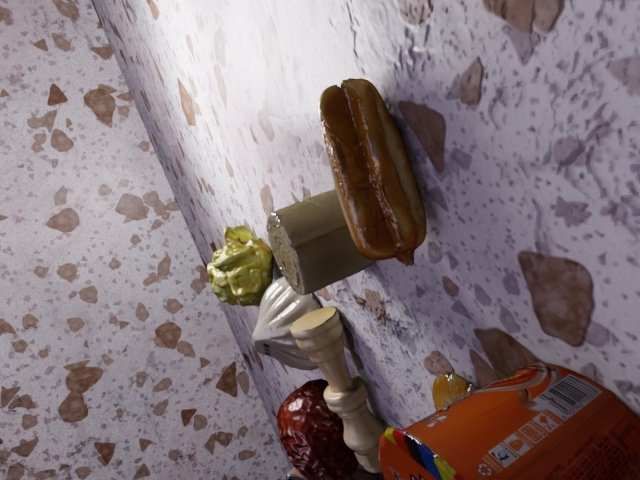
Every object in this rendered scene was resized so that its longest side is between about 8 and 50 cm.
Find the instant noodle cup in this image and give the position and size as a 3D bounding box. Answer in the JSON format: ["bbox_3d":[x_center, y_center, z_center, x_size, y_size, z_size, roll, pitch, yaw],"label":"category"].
[{"bbox_3d":[0.208,0.257,0.452,0.250,0.192,0.251,50,154,35],"label":"instant noodle cup"}]

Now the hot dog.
[{"bbox_3d":[0.067,-0.081,0.573,0.250,0.102,0.076,70,-161,-6],"label":"hot dog"}]

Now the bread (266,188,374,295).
[{"bbox_3d":[0.000,0.000,0.738,0.134,0.141,0.148,42,147,52],"label":"bread"}]

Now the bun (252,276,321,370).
[{"bbox_3d":[-0.095,0.234,1.163,0.263,0.174,0.263,51,156,33],"label":"bun"}]

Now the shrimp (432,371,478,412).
[{"bbox_3d":[0.230,0.277,0.621,0.217,0.051,0.115,52,153,37],"label":"shrimp"}]

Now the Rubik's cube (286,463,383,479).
[{"bbox_3d":[0.043,0.678,1.224,0.229,0.228,0.233,57,157,16],"label":"Rubik's cube"}]

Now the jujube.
[{"bbox_3d":[0.007,0.483,1.139,0.232,0.212,0.213,56,158,4],"label":"jujube"}]

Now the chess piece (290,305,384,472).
[{"bbox_3d":[0.062,0.350,1.015,0.398,0.117,0.117,66,159,-8],"label":"chess piece"}]

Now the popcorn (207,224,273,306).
[{"bbox_3d":[-0.224,0.075,1.264,0.235,0.180,0.217,-103,17,-78],"label":"popcorn"}]
